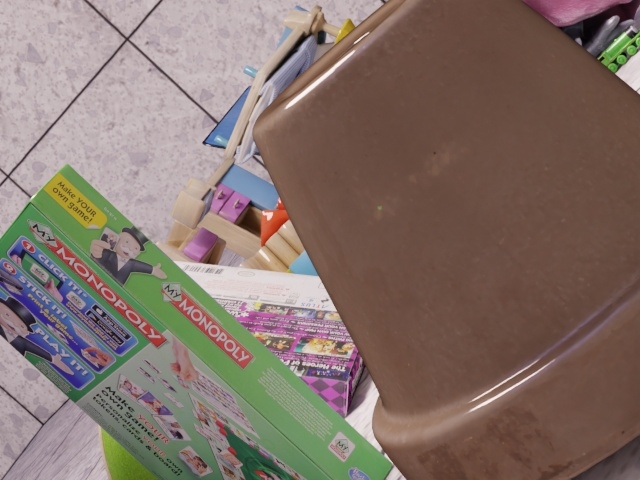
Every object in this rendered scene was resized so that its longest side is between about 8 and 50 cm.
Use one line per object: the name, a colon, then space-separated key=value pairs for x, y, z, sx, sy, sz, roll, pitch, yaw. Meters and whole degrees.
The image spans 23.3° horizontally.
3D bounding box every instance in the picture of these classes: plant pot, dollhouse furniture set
plant pot: x=0.086 y=-0.019 z=0.844 sx=0.263 sy=0.229 sz=0.263 roll=-40 pitch=9 yaw=7
dollhouse furniture set: x=-0.030 y=-0.093 z=1.888 sx=0.303 sy=0.198 sz=0.286 roll=-64 pitch=-3 yaw=33

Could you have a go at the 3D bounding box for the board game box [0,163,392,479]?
board game box: x=-0.119 y=0.102 z=1.167 sx=0.046 sy=0.317 sz=0.213 roll=-51 pitch=8 yaw=-34

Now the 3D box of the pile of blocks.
pile of blocks: x=0.015 y=-0.033 z=1.740 sx=0.362 sy=0.112 sz=0.149 roll=-43 pitch=-5 yaw=-32

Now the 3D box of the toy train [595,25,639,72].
toy train: x=0.283 y=-0.177 z=1.513 sx=0.083 sy=0.023 sz=0.017 roll=-45 pitch=7 yaw=24

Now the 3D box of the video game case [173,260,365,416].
video game case: x=-0.066 y=0.086 z=1.450 sx=0.210 sy=0.232 sz=0.042 roll=-62 pitch=-24 yaw=-65

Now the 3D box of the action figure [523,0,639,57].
action figure: x=0.172 y=-0.292 z=1.639 sx=0.248 sy=0.370 sz=0.276 roll=-7 pitch=-39 yaw=-31

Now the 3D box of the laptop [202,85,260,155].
laptop: x=0.068 y=-0.262 z=2.445 sx=0.408 sy=0.236 sz=0.382 roll=-45 pitch=8 yaw=20

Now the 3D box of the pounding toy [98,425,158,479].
pounding toy: x=-0.105 y=0.172 z=1.473 sx=0.110 sy=0.183 sz=0.237 roll=-16 pitch=16 yaw=23
